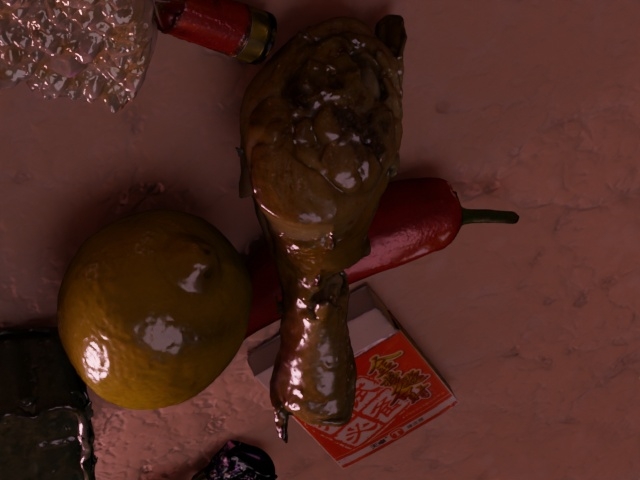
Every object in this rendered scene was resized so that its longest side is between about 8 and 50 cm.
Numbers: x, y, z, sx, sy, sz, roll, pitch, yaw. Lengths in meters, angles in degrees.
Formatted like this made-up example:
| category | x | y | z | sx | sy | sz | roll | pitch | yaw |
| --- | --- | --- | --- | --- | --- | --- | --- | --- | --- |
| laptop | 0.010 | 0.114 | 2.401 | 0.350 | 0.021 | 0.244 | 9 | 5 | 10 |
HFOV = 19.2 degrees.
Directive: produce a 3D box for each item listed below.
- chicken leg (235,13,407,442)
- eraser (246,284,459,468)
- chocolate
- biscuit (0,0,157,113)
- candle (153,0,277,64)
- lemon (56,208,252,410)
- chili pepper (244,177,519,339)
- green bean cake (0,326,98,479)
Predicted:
| category | x | y | z | sx | sy | sz | roll | pitch | yaw |
| --- | --- | --- | --- | --- | --- | --- | --- | --- | --- |
| chicken leg | 0.000 | 0.000 | 1.775 | 0.153 | 0.201 | 0.429 | 7 | 116 | 11 |
| eraser | 0.039 | 0.155 | 2.092 | 0.157 | 0.038 | 0.230 | -30 | 138 | 8 |
| chocolate | -0.126 | 0.272 | 2.134 | 0.147 | 0.070 | 0.072 | -28 | 128 | -10 |
| biscuit | -0.243 | -0.208 | 1.555 | 0.281 | 0.084 | 0.179 | 20 | 139 | -33 |
| candle | -0.103 | -0.196 | 1.671 | 0.131 | 0.052 | 0.052 | 15 | 125 | -33 |
| lemon | -0.163 | 0.070 | 1.820 | 0.184 | 0.184 | 0.248 | 2 | 143 | -24 |
| chili pepper | 0.016 | 0.016 | 1.923 | 0.368 | 0.091 | 0.137 | -22 | 157 | 8 |
| green bean cake | -0.347 | 0.216 | 1.922 | 0.241 | 0.132 | 0.255 | -13 | 138 | -10 |
